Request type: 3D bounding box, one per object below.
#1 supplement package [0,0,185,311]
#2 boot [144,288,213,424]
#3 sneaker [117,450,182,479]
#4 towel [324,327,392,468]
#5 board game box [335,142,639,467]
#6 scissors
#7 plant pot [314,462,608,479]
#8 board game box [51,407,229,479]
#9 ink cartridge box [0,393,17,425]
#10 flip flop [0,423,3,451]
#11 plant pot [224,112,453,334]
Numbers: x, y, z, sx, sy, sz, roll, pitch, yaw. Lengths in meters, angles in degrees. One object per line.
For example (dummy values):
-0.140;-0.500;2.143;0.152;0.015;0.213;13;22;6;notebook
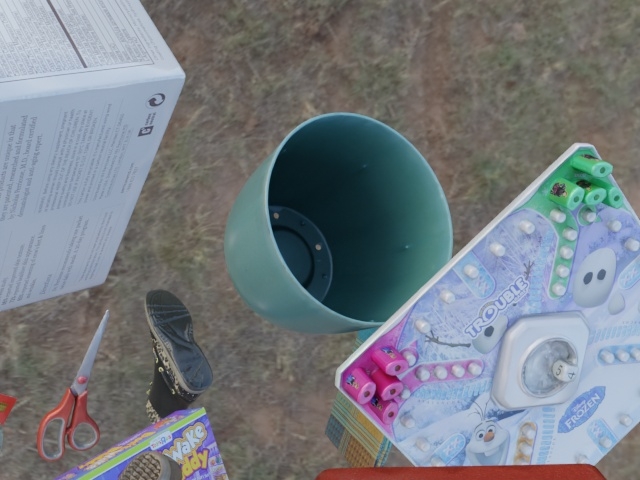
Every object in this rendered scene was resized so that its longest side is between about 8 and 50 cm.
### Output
-0.252;-0.073;0.507;0.262;0.199;0.198;-16;63;-37;supplement package
-0.292;0.228;1.775;0.085;0.179;0.236;-4;49;-36;boot
-0.218;0.313;1.026;0.188;0.066;0.071;-47;149;-3;sneaker
0.119;0.292;1.990;0.040;0.271;0.370;15;99;-22;towel
0.269;0.150;1.121;0.390;0.050;0.390;-43;120;-2;board game box
-0.414;0.248;1.593;0.109;0.021;0.297;-2;120;-27;scissors
0.141;0.341;0.730;0.267;0.236;0.267;2;96;-12;plant pot
-0.291;0.444;1.517;0.347;0.078;0.233;-24;96;-51;board game box
-0.577;0.330;1.541;0.145;0.045;0.179;34;84;-52;ink cartridge box
-0.453;0.263;1.232;0.080;0.277;0.112;15;73;4;flip flop
0.000;0.000;1.335;0.293;0.235;0.293;10;69;-28;plant pot
